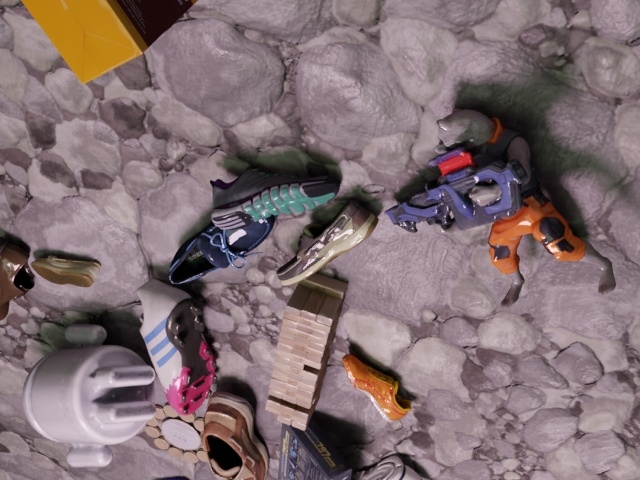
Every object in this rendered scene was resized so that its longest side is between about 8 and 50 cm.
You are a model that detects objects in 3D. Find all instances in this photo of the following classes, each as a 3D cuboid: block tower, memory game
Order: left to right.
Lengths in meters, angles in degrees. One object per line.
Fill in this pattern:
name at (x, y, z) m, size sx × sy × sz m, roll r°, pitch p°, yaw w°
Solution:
memory game at (-0.313, 0.433, 2.192) m, size 0.186 × 0.012 × 0.186 m, roll 12°, pitch 130°, yaw 15°
block tower at (-0.031, 0.212, 1.840) m, size 0.091 × 0.097 × 0.335 m, roll 19°, pitch 130°, yaw 8°

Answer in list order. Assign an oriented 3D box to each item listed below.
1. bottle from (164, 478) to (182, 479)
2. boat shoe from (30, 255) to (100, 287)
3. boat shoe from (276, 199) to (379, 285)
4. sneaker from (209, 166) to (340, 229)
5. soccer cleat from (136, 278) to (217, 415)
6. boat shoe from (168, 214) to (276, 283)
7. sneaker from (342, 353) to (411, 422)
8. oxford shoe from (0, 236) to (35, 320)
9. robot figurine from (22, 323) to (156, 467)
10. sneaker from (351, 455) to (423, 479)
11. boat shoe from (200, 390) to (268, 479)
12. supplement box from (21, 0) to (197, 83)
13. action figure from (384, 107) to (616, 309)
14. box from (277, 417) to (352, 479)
bottle at (-0.305, 0.696, 2.342) m, size 0.118 × 0.092 × 0.283 m, roll -13°, pitch 120°, yaw 32°
boat shoe at (-0.513, 0.056, 1.966) m, size 0.153 × 0.048 × 0.056 m, roll 6°, pitch 141°, yaw 27°
boat shoe at (0.000, 0.000, 1.674) m, size 0.223 × 0.080 × 0.073 m, roll -33°, pitch 103°, yaw 33°
sneaker at (-0.082, -0.094, 1.636) m, size 0.224 × 0.098 × 0.083 m, roll -14°, pitch 156°, yaw 7°
soccer cleat at (-0.293, 0.209, 1.958) m, size 0.143 × 0.116 × 0.331 m, roll 31°, pitch 139°, yaw 30°
boat shoe at (-0.175, 0.018, 1.751) m, size 0.109 × 0.089 × 0.258 m, roll 42°, pitch 131°, yaw -12°
sneaker at (0.107, 0.270, 1.860) m, size 0.067 × 0.064 × 0.175 m, roll -37°, pitch 112°, yaw 19°
oxford shoe at (-0.649, 0.100, 2.029) m, size 0.096 × 0.083 × 0.227 m, roll 24°, pitch 133°, yaw -2°
robot figurine at (-0.485, 0.320, 2.030) m, size 0.200 × 0.300 × 0.353 m, roll 8°, pitch 166°, yaw -44°
sneaker at (0.114, 0.532, 2.041) m, size 0.095 × 0.090 × 0.235 m, roll 37°, pitch 135°, yaw -23°
boat shoe at (-0.193, 0.454, 2.074) m, size 0.123 × 0.116 × 0.324 m, roll 6°, pitch 137°, yaw 19°
supplement box at (-0.315, -0.372, 1.432) m, size 0.129 × 0.194 × 0.191 m, roll -18°, pitch 117°, yaw 33°
action figure at (0.264, -0.056, 1.497) m, size 0.341 × 0.178 × 0.330 m, roll -3°, pitch 122°, yaw 59°
box at (-0.016, 0.487, 2.012) m, size 0.183 × 0.059 × 0.232 m, roll 45°, pitch 143°, yaw 38°
